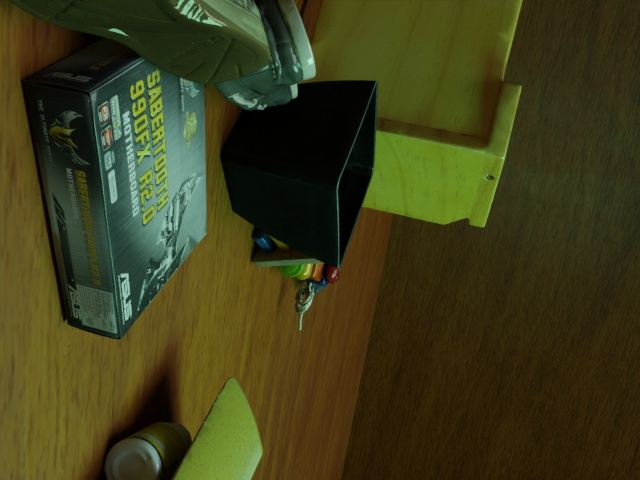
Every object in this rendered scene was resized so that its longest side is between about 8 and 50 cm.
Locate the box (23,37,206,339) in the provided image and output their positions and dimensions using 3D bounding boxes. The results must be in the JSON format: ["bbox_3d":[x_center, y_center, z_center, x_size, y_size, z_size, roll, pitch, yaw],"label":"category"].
[{"bbox_3d":[-0.163,-0.058,0.602,0.183,0.056,0.230,-60,160,-54],"label":"box"}]

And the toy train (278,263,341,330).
[{"bbox_3d":[-0.032,0.053,1.274,0.143,0.105,0.247,9,95,-68],"label":"toy train"}]

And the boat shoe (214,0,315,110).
[{"bbox_3d":[-0.077,-0.197,0.744,0.335,0.096,0.112,-128,-160,-79],"label":"boat shoe"}]

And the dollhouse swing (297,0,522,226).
[{"bbox_3d":[0.140,-0.248,1.116,0.315,0.347,0.304,79,26,-64],"label":"dollhouse swing"}]

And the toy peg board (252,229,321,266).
[{"bbox_3d":[-0.033,-0.049,1.075,0.079,0.161,0.161,52,46,-40],"label":"toy peg board"}]

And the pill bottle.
[{"bbox_3d":[-0.192,0.246,0.788,0.116,0.065,0.065,4,99,-79],"label":"pill bottle"}]

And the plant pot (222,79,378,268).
[{"bbox_3d":[-0.028,-0.101,0.928,0.187,0.167,0.188,86,20,-55],"label":"plant pot"}]

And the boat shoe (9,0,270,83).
[{"bbox_3d":[-0.130,-0.190,0.455,0.285,0.105,0.089,21,57,-68],"label":"boat shoe"}]

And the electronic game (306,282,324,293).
[{"bbox_3d":[0.000,0.000,1.472,0.229,0.048,0.229,5,90,-80],"label":"electronic game"}]

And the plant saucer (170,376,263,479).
[{"bbox_3d":[-0.170,0.383,0.817,0.332,0.081,0.332,-62,175,-50],"label":"plant saucer"}]
